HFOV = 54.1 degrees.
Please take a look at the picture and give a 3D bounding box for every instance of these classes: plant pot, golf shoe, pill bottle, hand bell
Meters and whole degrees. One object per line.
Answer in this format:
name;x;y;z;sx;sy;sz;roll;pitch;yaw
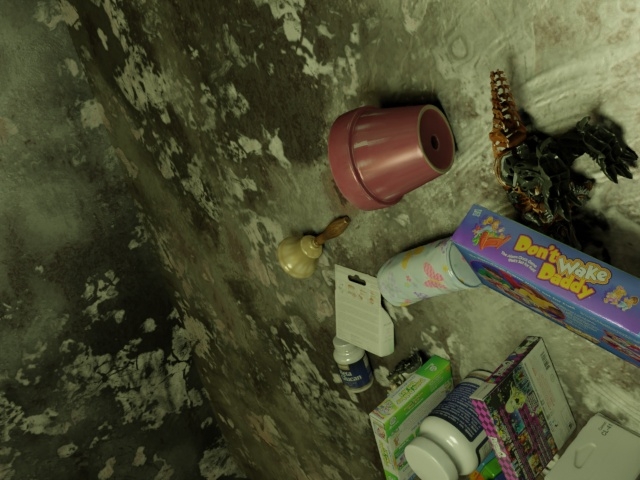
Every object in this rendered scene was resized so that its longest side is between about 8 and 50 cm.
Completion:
plant pot;0.144;-0.170;1.186;0.180;0.201;0.201;-12;110;41
golf shoe;0.244;0.355;1.648;0.094;0.077;0.198;44;162;9
pill bottle;0.321;0.430;1.422;0.153;0.265;0.153;35;143;31
hand bell;0.000;0.000;1.637;0.126;0.126;0.242;55;138;1
pill bottle;0.091;0.352;1.832;0.094;0.094;0.169;14;130;48

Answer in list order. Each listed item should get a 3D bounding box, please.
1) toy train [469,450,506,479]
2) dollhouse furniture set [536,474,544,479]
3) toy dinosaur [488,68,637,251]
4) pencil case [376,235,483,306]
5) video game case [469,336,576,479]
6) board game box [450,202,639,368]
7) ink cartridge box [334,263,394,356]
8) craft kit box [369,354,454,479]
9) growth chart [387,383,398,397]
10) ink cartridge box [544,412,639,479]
toy train;0.415;0.620;1.647;0.143;0.105;0.248;48;150;32
dollhouse furniture set;0.463;0.677;1.509;0.135;0.262;0.259;46;114;18
toy dinosaur;0.342;-0.108;1.004;0.322;0.164;0.218;40;172;-18
pencil case;0.236;0.072;1.346;0.124;0.113;0.273;48;150;-8
video game case;0.416;0.348;1.268;0.042;0.210;0.232;-3;117;55
board game box;0.408;0.083;1.043;0.347;0.078;0.233;31;175;35
ink cartridge box;0.116;0.183;1.701;0.181;0.056;0.224;17;114;47
craft kit box;0.244;0.455;1.569;0.061;0.250;0.246;23;136;44
growth chart;0.251;0.500;1.800;0.172;0.021;0.237;40;156;23
ink cartridge box;0.542;0.540;1.263;0.131;0.226;0.306;27;140;38
